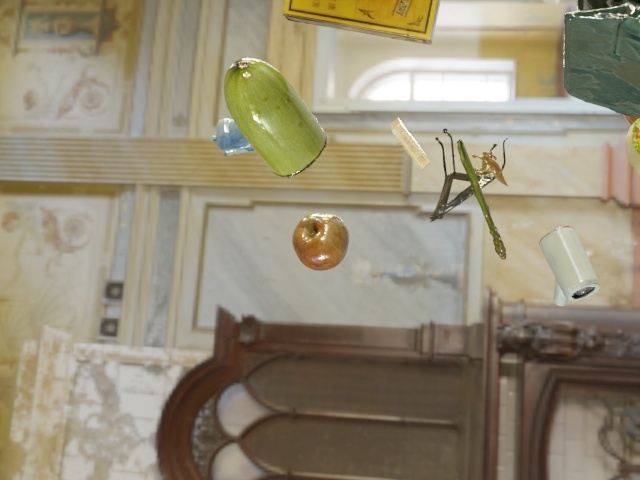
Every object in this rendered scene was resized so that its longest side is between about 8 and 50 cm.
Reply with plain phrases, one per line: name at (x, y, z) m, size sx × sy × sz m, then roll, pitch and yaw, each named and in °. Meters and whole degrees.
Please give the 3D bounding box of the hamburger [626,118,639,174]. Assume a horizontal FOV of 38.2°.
hamburger at (0.592, -0.171, 1.601) m, size 0.126 × 0.081 × 0.141 m, roll -41°, pitch -78°, yaw -26°

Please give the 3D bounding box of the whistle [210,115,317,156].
whistle at (-0.137, -0.263, 2.196) m, size 0.180 × 0.269 × 0.093 m, roll 43°, pitch -141°, yaw -70°

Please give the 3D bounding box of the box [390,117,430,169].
box at (0.105, -0.116, 1.095) m, size 0.058 × 0.015 × 0.093 m, roll 53°, pitch -171°, yaw -7°

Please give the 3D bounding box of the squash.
squash at (-0.099, -0.243, 1.731) m, size 0.247 × 0.132 × 0.132 m, roll 52°, pitch -145°, yaw -40°

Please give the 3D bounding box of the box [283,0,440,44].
box at (0.091, -0.511, 1.829) m, size 0.084 × 0.301 × 0.193 m, roll -30°, pitch -49°, yaw -79°

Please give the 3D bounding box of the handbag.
handbag at (0.422, -0.183, 0.981) m, size 0.089 × 0.326 × 0.238 m, roll -67°, pitch -17°, yaw -4°

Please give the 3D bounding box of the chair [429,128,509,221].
chair at (0.319, -0.134, 2.061) m, size 0.174 × 0.149 × 0.213 m, roll 143°, pitch 138°, yaw -86°

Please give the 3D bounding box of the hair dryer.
hair dryer at (0.478, 0.083, 1.807) m, size 0.236 × 0.073 × 0.131 m, roll 76°, pitch 176°, yaw -62°

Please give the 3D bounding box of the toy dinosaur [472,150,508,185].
toy dinosaur at (0.261, -0.108, 1.430) m, size 0.113 × 0.041 × 0.026 m, roll 49°, pitch -134°, yaw -53°

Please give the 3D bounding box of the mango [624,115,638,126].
mango at (0.647, -0.311, 1.829) m, size 0.254 × 0.139 × 0.175 m, roll 62°, pitch -172°, yaw 6°

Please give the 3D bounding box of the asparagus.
asparagus at (0.202, -0.051, 1.159) m, size 0.166 × 0.013 × 0.016 m, roll 67°, pitch -154°, yaw -12°

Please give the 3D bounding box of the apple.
apple at (-0.002, 0.002, 1.939) m, size 0.102 × 0.126 × 0.126 m, roll 32°, pitch -122°, yaw -53°
